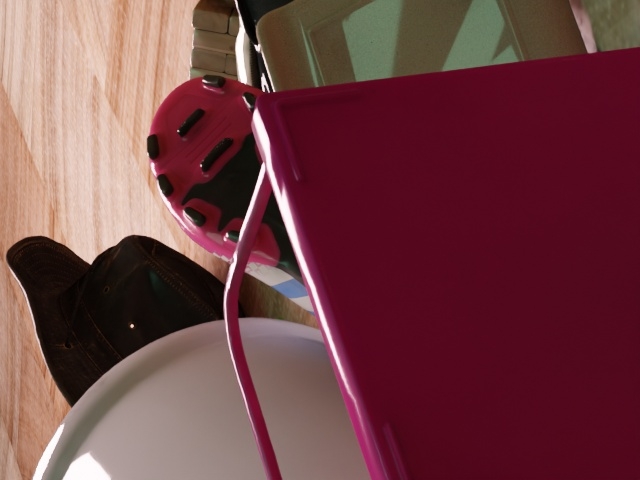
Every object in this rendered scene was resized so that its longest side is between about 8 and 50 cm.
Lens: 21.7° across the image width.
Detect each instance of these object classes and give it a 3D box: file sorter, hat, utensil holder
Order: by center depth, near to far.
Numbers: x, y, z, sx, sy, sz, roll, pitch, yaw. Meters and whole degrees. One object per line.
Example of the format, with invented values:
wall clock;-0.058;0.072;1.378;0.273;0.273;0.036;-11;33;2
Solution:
file sorter;0.119;0.048;0.765;0.182;0.290;0.202;112;144;-56
utensil holder;0.016;0.243;1.046;0.385;0.327;0.328;-160;64;-64
hat;-0.149;0.090;1.632;0.134;0.331;0.331;-40;45;11

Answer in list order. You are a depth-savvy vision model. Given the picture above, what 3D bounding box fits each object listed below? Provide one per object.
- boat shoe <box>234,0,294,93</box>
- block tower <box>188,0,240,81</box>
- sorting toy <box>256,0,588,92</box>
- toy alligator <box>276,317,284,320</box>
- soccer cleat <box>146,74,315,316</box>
boat shoe;-0.008;-0.186;1.179;0.113;0.127;0.340;34;145;34
block tower;-0.049;-0.194;1.333;0.097;0.091;0.335;-69;-11;-59
sorting toy;0.071;-0.099;1.037;0.196;0.047;0.348;-24;74;23
toy alligator;-0.021;0.161;1.482;0.051;0.056;0.190;9;110;26
soccer cleat;0.000;0.000;1.177;0.331;0.116;0.143;39;179;39
